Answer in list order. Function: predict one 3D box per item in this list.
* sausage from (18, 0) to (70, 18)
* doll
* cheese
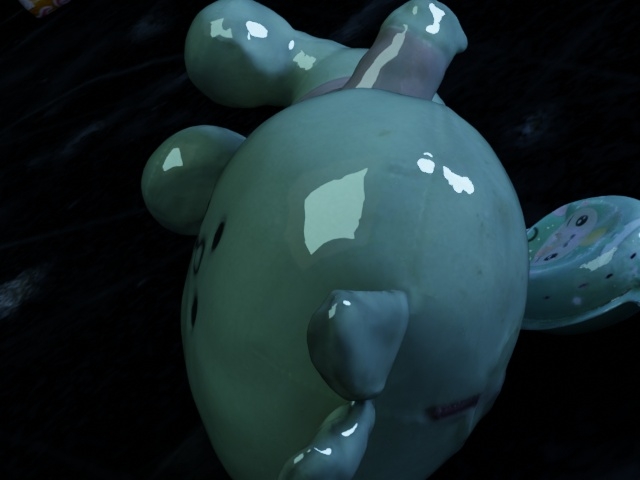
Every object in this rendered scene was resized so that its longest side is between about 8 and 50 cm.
[{"bbox_3d":[-0.139,-0.258,1.447,0.234,0.071,0.071,-29,22,13],"label":"sausage"},{"bbox_3d":[0.011,0.002,0.620,0.275,0.113,0.155,-113,41,-65],"label":"doll"},{"bbox_3d":[0.098,0.008,0.608,0.067,0.026,0.120,-44,24,-25],"label":"cheese"}]
